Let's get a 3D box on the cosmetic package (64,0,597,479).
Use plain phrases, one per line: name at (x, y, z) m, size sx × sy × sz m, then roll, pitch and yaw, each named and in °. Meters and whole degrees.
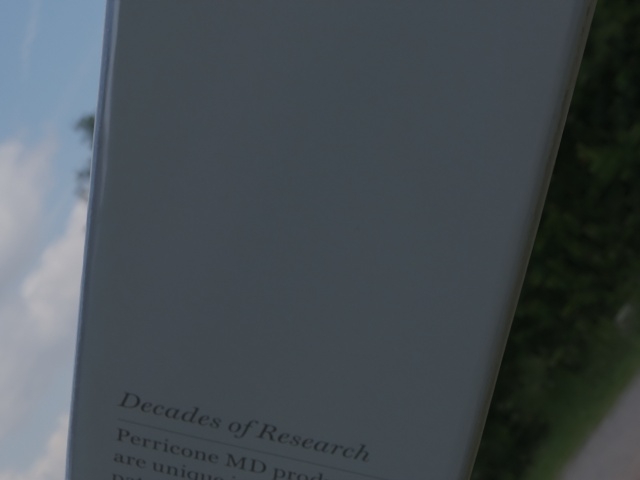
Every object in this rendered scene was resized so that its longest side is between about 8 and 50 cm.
cosmetic package at (0.000, 0.000, 0.792) m, size 0.230 × 0.161 × 0.453 m, roll -75°, pitch -4°, yaw -53°
